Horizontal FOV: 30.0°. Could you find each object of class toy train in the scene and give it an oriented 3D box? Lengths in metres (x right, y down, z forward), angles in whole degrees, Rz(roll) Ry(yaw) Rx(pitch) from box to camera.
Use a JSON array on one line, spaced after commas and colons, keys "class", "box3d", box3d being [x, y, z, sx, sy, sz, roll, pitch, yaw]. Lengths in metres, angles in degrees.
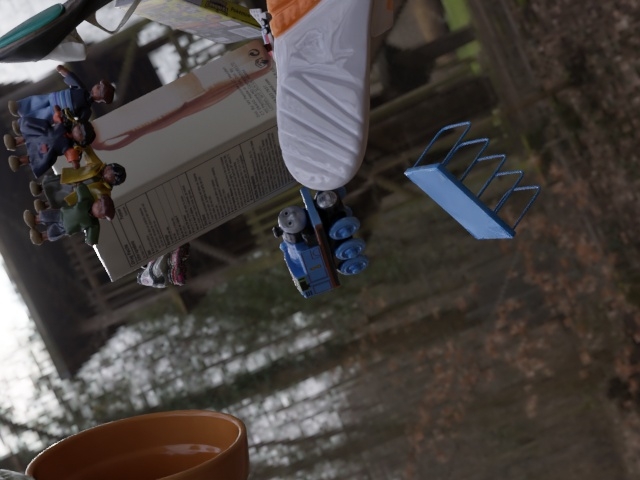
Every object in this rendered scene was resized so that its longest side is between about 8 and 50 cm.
[{"class": "toy train", "box3d": [0.000, 0.000, 1.538, 0.184, 0.105, 0.080, 72, 176, -60]}]

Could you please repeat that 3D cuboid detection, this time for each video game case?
[{"class": "video game case", "box3d": [-0.247, -0.451, 2.371, 0.248, 0.035, 0.275, 15, 177, -29]}]

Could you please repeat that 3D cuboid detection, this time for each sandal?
[{"class": "sandal", "box3d": [0.010, -0.171, 0.985, 0.076, 0.101, 0.265, 10, -98, -66]}]

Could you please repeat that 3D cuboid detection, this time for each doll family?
[{"class": "doll family", "box3d": [-0.255, -0.088, 1.228, 0.076, 0.111, 0.193, -27, -80, -78]}]

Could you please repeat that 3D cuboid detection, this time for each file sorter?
[{"class": "file sorter", "box3d": [0.246, -0.094, 1.893, 0.170, 0.104, 0.118, 41, 167, -15]}]

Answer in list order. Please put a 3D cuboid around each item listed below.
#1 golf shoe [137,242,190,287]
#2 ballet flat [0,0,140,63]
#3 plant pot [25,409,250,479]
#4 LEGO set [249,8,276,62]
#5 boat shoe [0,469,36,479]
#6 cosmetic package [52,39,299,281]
[{"class": "golf shoe", "box3d": [-0.268, 0.017, 2.039, 0.186, 0.085, 0.068, -91, -7, -63]}, {"class": "ballet flat", "box3d": [-0.345, -0.319, 1.715, 0.096, 0.280, 0.095, 52, -176, -23]}, {"class": "plant pot", "box3d": [-0.224, 0.366, 1.572, 0.291, 0.290, 0.204, -72, -27, -78]}, {"class": "LEGO set", "box3d": [-0.064, -0.261, 1.957, 0.182, 0.060, 0.244, 33, -109, -37]}, {"class": "boat shoe", "box3d": [-0.466, 0.359, 1.187, 0.156, 0.500, 0.187, 64, -163, -7]}, {"class": "cosmetic package", "box3d": [-0.165, -0.098, 1.451, 0.129, 0.296, 0.153, 54, 165, 30]}]
